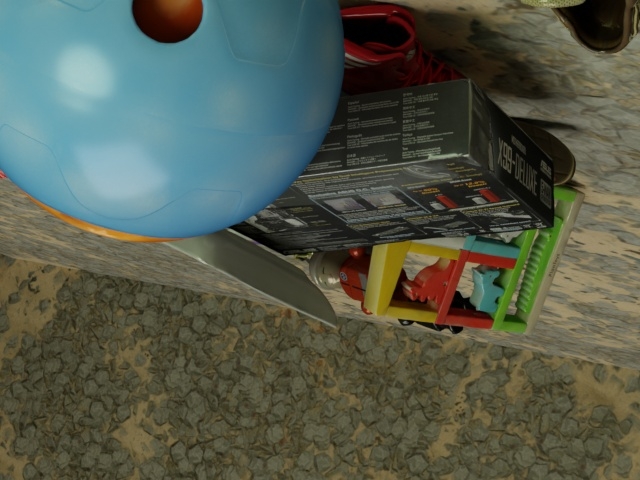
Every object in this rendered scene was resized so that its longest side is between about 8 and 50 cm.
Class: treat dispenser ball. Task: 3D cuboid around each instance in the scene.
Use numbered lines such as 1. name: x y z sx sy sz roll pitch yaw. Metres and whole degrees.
1. treat dispenser ball: -0.125 -0.142 1.011 0.288 0.288 0.288 14 170 2

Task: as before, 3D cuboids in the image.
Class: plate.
1. plate: -0.137 -0.006 1.438 0.278 0.045 0.277 26 177 33

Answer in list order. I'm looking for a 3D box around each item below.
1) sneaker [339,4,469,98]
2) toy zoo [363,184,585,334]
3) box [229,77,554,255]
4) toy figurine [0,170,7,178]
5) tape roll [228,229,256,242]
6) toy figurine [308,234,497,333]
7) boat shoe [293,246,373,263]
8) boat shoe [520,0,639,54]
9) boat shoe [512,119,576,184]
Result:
1. sneaker: 0.084 -0.150 1.259 0.221 0.087 0.128 16 171 -19
2. toy zoo: 0.166 0.006 1.581 0.293 0.192 0.030 9 -164 -34
3. box: 0.042 -0.060 1.298 0.307 0.077 0.242 -6 163 26
4. toy figurine: -0.374 -0.194 1.377 0.217 0.191 0.362 28 169 -28
5. tape roll: -0.139 -0.054 1.973 0.274 0.090 0.275 7 175 1
6. toy figurine: 0.108 -0.002 1.686 0.148 0.210 0.213 18 178 45
7. boat shoe: 0.000 0.000 1.784 0.227 0.069 0.081 17 170 -22
8. boat shoe: 0.161 -0.195 0.870 0.095 0.095 0.257 7 168 34
9. boat shoe: 0.199 -0.097 1.465 0.178 0.064 0.060 17 -179 33
